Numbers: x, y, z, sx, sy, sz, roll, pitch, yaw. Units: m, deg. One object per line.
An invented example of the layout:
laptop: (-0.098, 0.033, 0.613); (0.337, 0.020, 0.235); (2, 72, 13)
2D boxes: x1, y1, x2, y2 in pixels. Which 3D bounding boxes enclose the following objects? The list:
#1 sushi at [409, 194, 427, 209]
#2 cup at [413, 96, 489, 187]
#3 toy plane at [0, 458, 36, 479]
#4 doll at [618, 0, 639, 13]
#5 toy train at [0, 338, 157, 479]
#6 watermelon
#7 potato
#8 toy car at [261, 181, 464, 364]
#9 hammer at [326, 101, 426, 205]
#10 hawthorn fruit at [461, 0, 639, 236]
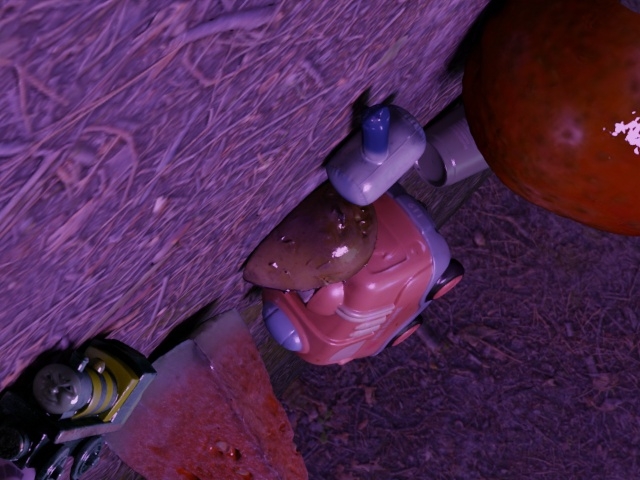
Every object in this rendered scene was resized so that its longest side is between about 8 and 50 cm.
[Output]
sushi: (0.106, -0.025, 2.215); (0.103, 0.097, 0.226); (-49, 175, 6)
cup: (0.200, -0.134, 2.098); (0.141, 0.120, 0.120); (-32, 168, -29)
toy plane: (-0.258, 0.308, 1.402); (0.251, 0.255, 0.101); (-19, 162, -9)
doll: (0.360, -0.342, 1.321); (0.247, 0.247, 0.349); (-41, 163, -31)
toy train: (-0.226, 0.149, 1.355); (0.132, 0.083, 0.200); (-57, 173, 2)
watermelon: (-0.114, 0.238, 1.795); (0.193, 0.256, 0.140); (-41, 177, 32)
potato: (0.000, 0.000, 1.753); (0.172, 0.100, 0.089); (-40, 167, -19)
toy car: (0.032, 0.052, 1.955); (0.212, 0.180, 0.270); (-27, 162, -37)
hammer: (0.058, -0.107, 1.597); (0.116, 0.069, 0.194); (-43, 168, -8)
hawthorn fruit: (0.379, -0.176, 1.774); (0.403, 0.403, 0.403); (-45, 173, -7)
